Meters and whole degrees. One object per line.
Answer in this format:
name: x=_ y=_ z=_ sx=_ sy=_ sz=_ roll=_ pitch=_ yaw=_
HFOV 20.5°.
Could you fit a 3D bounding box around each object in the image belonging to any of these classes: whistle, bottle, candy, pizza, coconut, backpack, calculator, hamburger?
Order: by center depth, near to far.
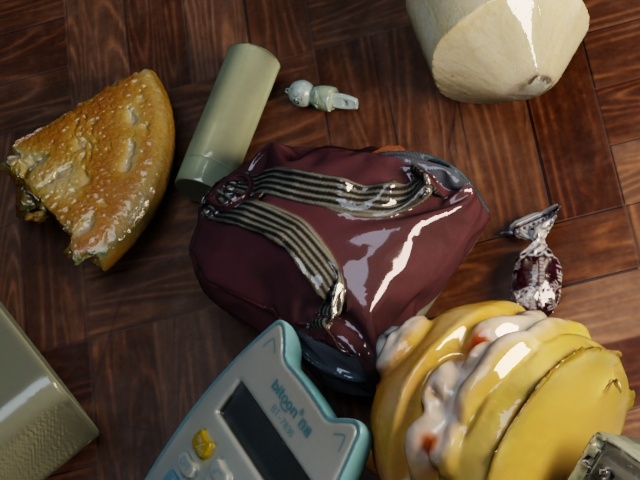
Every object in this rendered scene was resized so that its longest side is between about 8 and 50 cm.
hamburger: x=0.168 y=0.184 z=1.850 sx=0.237 sy=0.276 sz=0.276 roll=28 pitch=73 yaw=39
calculator: x=-0.098 y=0.292 z=1.909 sx=0.386 sy=0.054 sz=0.256 roll=-52 pitch=45 yaw=13
candy: x=0.236 y=0.060 z=2.012 sx=0.094 sy=0.051 sz=0.226 roll=1 pitch=63 yaw=21
backpack: x=0.000 y=0.000 z=2.031 sx=0.317 sy=0.197 sz=0.283 roll=25 pitch=74 yaw=28
coconut: x=0.213 y=-0.257 z=2.107 sx=0.202 sy=0.202 sz=0.222 roll=-23 pitch=55 yaw=4
bottle: x=-0.116 y=-0.146 z=2.220 sx=0.072 sy=0.072 sz=0.201 roll=11 pitch=67 yaw=22
whistle: x=0.001 y=-0.180 z=2.224 sx=0.100 sy=0.035 sz=0.035 roll=13 pitch=67 yaw=21
pizza: x=-0.295 y=-0.085 z=2.236 sx=0.228 sy=0.081 sz=0.289 roll=3 pitch=63 yaw=12

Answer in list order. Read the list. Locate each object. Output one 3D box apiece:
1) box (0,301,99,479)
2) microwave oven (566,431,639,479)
box: x=-0.497 y=0.203 z=2.095 sx=0.344 sy=0.177 sz=0.352 roll=-38 pitch=58 yaw=-9
microwave oven: x=0.299 y=0.315 z=1.763 sx=0.163 sy=0.129 sz=0.205 roll=35 pitch=101 yaw=37
